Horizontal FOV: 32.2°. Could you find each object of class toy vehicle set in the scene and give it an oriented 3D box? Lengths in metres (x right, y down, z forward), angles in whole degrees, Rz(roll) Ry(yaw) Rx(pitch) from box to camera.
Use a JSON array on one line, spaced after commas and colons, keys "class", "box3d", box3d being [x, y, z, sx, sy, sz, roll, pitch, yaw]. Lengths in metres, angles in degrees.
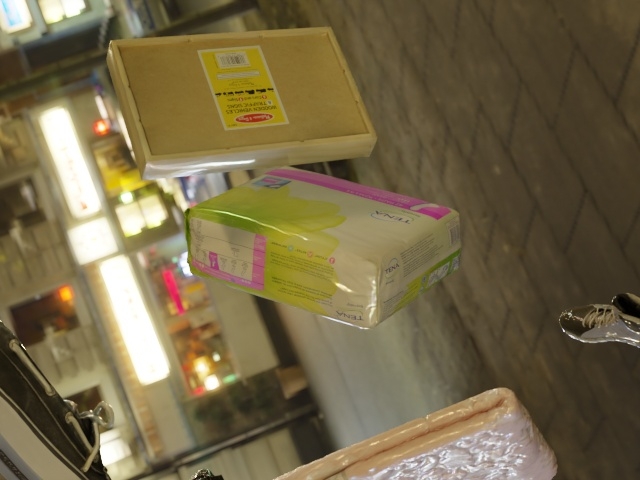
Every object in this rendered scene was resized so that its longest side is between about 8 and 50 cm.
[{"class": "toy vehicle set", "box3d": [-0.087, -0.157, 1.230, 0.035, 0.267, 0.166, 117, 140, -54]}]

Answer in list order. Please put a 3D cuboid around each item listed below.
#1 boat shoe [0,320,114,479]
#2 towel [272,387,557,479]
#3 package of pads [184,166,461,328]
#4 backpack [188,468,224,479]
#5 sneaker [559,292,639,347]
[{"class": "boat shoe", "box3d": [-0.263, 0.202, 1.104, 0.113, 0.105, 0.306, -7, 128, 45]}, {"class": "towel", "box3d": [0.132, 0.302, 1.405, 0.332, 0.317, 0.053, 51, -162, -60]}, {"class": "package of pads", "box3d": [0.000, 0.000, 1.407, 0.297, 0.229, 0.101, 15, 116, 29]}, {"class": "backpack", "box3d": [-0.206, 0.488, 1.803, 0.144, 0.188, 0.165, 43, -157, -34]}, {"class": "sneaker", "box3d": [0.553, 0.137, 2.112, 0.229, 0.086, 0.132, 7, 149, 35]}]
